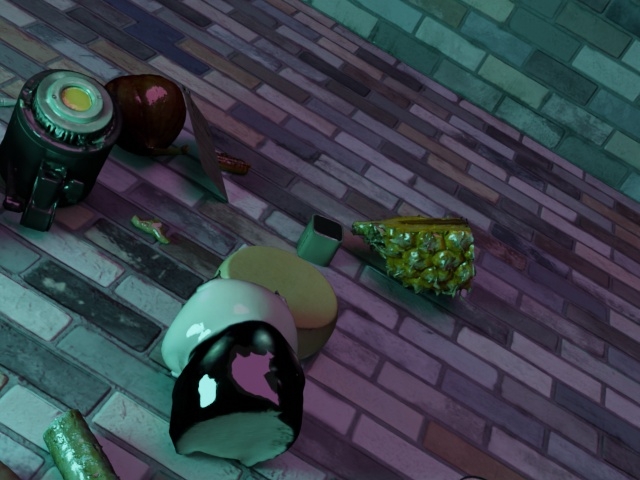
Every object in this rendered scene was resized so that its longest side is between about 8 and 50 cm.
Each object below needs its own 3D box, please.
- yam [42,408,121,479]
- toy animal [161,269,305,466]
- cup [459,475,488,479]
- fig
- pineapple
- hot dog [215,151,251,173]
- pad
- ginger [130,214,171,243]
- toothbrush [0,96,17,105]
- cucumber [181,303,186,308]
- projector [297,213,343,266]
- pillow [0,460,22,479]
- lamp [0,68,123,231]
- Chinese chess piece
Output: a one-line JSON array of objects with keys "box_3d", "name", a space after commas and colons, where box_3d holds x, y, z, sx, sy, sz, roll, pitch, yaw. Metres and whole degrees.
[{"box_3d": [-0.356, 0.335, 1.415, 0.078, 0.078, 0.179, -4, 45, -44], "name": "yam"}, {"box_3d": [-0.140, 0.209, 1.626, 0.251, 0.251, 0.310, 14, 46, -25], "name": "toy animal"}, {"box_3d": [0.179, 0.493, 1.448, 0.196, 0.279, 0.196, 26, 33, -18], "name": "cup"}, {"box_3d": [-0.405, -0.259, 2.157, 0.204, 0.186, 0.249, 3, 58, -24], "name": "fig"}, {"box_3d": [0.218, 0.051, 2.275, 0.286, 0.208, 0.344, -2, 7, 3], "name": "pineapple"}, {"box_3d": [-0.228, -0.195, 2.333, 0.122, 0.037, 0.049, 11, 39, -27], "name": "hot dog"}, {"box_3d": [-0.270, -0.230, 2.226, 0.159, 0.009, 0.265, 58, 12, -58], "name": "pad"}, {"box_3d": [-0.352, -0.030, 1.993, 0.097, 0.030, 0.048, 32, 32, 1], "name": "ginger"}, {"box_3d": [-0.732, -0.312, 2.087, 0.342, 0.025, 0.030, -8, 43, -46], "name": "toothbrush"}, {"box_3d": [-0.171, 0.199, 1.801, 0.257, 0.043, 0.044, 39, 8, 19], "name": "cucumber"}, {"box_3d": [0.000, 0.000, 2.196, 0.083, 0.082, 0.083, 22, 33, -14], "name": "projector"}, {"box_3d": [-0.481, 0.373, 1.245, 0.223, 0.084, 0.236, 37, 35, 10], "name": "pillow"}, {"box_3d": [-0.518, -0.215, 1.887, 0.205, 0.272, 0.374, 18, 32, -22], "name": "lamp"}, {"box_3d": [-0.092, 0.127, 1.917, 0.273, 0.102, 0.273, 20, 33, -14], "name": "Chinese chess piece"}]
